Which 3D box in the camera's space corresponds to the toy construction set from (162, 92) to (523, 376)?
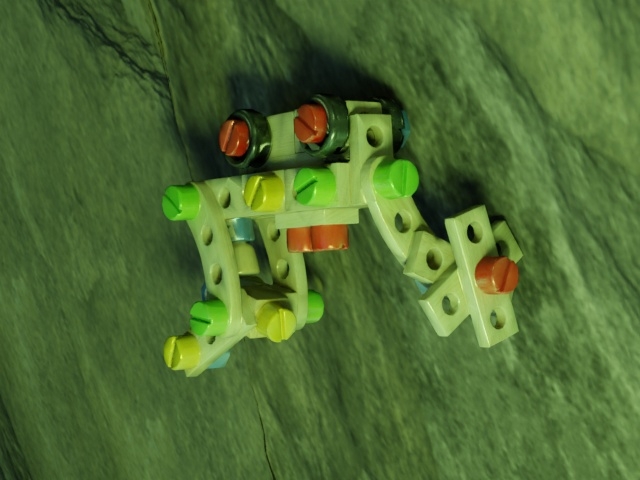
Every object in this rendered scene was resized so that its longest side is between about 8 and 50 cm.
[{"bbox_3d":[0.000,0.000,1.276,0.327,0.151,0.215,-4,88,38],"label":"toy construction set"}]
